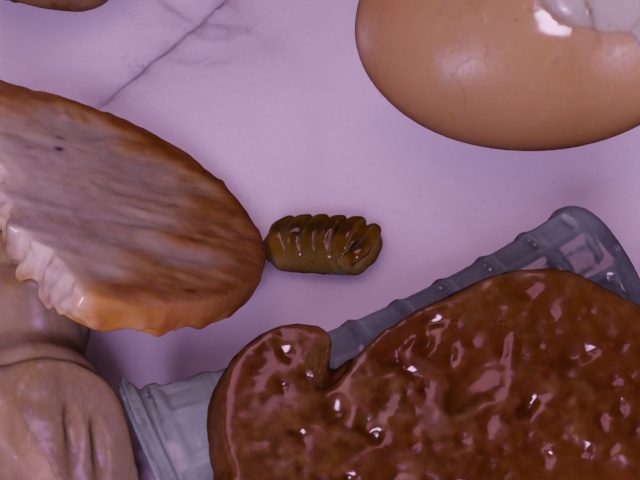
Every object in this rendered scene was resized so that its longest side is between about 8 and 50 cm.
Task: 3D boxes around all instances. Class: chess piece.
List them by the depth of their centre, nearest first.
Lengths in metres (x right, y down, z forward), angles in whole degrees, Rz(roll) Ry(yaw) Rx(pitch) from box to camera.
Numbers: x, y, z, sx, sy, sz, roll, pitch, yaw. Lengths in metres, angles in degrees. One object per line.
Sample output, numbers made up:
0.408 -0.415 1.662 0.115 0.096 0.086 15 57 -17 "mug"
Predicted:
-0.179 0.131 0.929 0.137 0.137 0.301 -26 49 -6 "chess piece"

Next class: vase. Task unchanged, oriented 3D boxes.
0.044 0.087 0.886 0.299 0.143 0.143 -24 46 -9 "vase"

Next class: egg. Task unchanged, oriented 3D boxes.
0.139 -0.158 1.028 0.244 0.201 0.201 -11 45 28 "egg"

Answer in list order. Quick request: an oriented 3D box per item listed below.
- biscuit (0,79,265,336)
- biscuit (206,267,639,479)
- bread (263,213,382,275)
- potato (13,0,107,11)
-0.143 -0.022 1.029 0.204 0.040 0.309 6 28 -36 "biscuit"
0.060 0.176 0.767 0.367 0.063 0.314 -42 77 -15 "biscuit"
0.000 0.000 1.044 0.088 0.034 0.049 5 45 23 "bread"
-0.255 -0.252 1.326 0.200 0.081 0.164 20 50 28 "potato"
